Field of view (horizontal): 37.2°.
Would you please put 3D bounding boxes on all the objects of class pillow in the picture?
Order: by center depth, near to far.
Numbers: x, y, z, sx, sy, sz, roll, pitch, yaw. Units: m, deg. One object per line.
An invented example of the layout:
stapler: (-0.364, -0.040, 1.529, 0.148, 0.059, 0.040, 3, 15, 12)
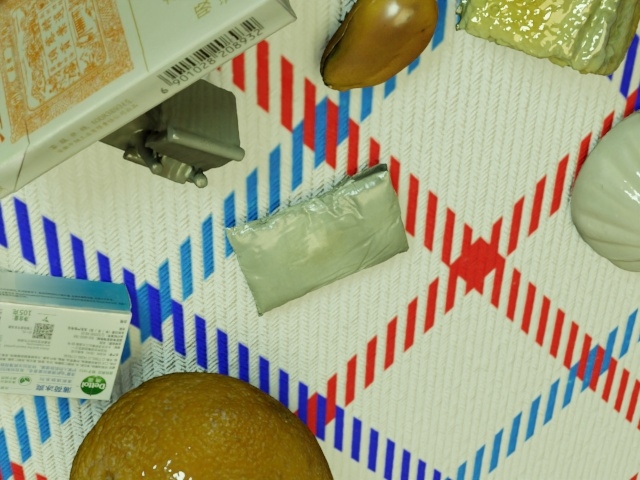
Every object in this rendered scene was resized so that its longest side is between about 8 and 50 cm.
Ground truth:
pillow: (0.000, 0.000, 1.246, 0.230, 0.050, 0.148, -22, 121, -1)

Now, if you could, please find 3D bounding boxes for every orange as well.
orange: (-0.148, 0.342, 1.256, 0.357, 0.322, 0.322, 28, 109, -41)

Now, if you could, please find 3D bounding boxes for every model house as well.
model house: (-0.182, -0.136, 1.031, 0.229, 0.188, 0.122, 24, 95, -30)

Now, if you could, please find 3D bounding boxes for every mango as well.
mango: (0.068, -0.240, 1.103, 0.159, 0.084, 0.105, -36, 144, 30)

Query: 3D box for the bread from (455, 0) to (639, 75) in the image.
bread: (0.300, -0.300, 1.097, 0.262, 0.162, 0.204, 2, 109, -36)

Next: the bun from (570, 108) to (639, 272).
bun: (0.497, -0.048, 1.311, 0.263, 0.175, 0.263, -8, 124, -12)

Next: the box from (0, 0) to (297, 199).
box: (-0.209, -0.201, 0.904, 0.365, 0.204, 0.051, -28, 152, 18)

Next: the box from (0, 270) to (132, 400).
box: (-0.346, 0.119, 1.185, 0.194, 0.073, 0.139, 8, 118, -23)
